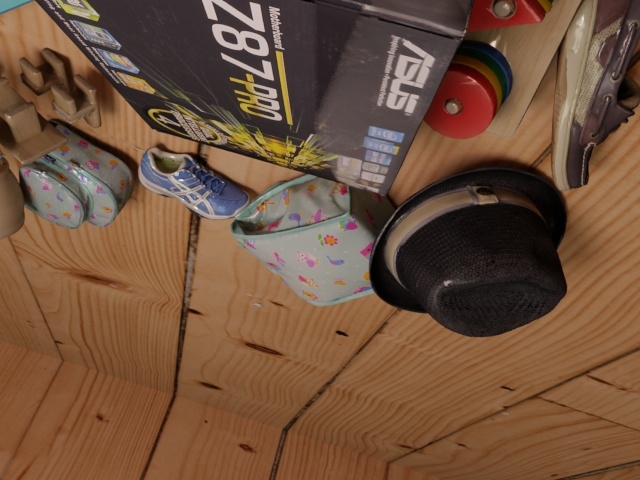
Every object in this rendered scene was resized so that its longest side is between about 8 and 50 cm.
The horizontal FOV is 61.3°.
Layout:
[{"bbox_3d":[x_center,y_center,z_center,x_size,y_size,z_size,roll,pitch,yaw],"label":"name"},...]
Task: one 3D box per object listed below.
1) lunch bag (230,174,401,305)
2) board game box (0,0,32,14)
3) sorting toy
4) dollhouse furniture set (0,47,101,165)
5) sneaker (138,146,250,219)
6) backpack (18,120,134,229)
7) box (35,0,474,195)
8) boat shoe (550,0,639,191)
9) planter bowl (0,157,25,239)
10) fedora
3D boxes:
[{"bbox_3d":[0.000,0.000,0.956,0.262,0.160,0.223,-17,135,31],"label":"lunch bag"},{"bbox_3d":[-0.423,-0.400,0.621,0.336,0.079,0.253,-4,141,27],"label":"board game box"},{"bbox_3d":[0.118,-0.235,0.564,0.256,0.089,0.257,28,148,14],"label":"sorting toy"},{"bbox_3d":[-0.503,-0.194,0.845,0.242,0.212,0.161,40,146,12],"label":"dollhouse furniture set"},{"bbox_3d":[-0.227,-0.101,0.970,0.211,0.080,0.081,19,149,-6],"label":"sneaker"},{"bbox_3d":[-0.452,-0.106,1.002,0.188,0.144,0.166,23,141,-14],"label":"backpack"},{"bbox_3d":[-0.057,-0.167,0.504,0.318,0.097,0.395,14,171,2],"label":"box"},{"bbox_3d":[0.324,-0.167,0.634,0.092,0.102,0.285,5,139,24],"label":"boat shoe"},{"bbox_3d":[-0.575,-0.087,0.892,0.162,0.162,0.109,20,119,-7],"label":"planter bowl"},{"bbox_3d":[0.247,0.049,0.821,0.334,0.152,0.334,-8,131,-9],"label":"fedora"}]
